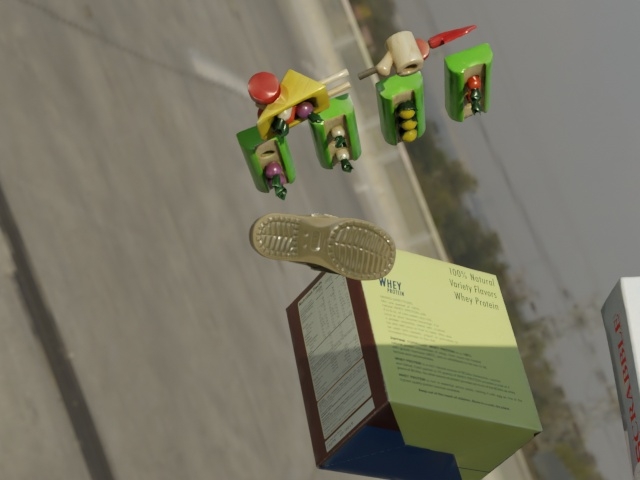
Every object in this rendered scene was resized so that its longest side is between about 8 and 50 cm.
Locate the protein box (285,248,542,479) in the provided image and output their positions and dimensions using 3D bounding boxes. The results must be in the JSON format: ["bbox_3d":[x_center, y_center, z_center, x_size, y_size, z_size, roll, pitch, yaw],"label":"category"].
[{"bbox_3d":[0.093,0.133,1.470,0.200,0.136,0.201,15,46,-31],"label":"protein box"}]

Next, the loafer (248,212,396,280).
[{"bbox_3d":[0.000,0.000,1.263,0.050,0.148,0.056,20,-85,63],"label":"loafer"}]

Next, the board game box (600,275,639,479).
[{"bbox_3d":[0.374,0.171,0.947,0.066,0.318,0.318,94,-9,-65],"label":"board game box"}]

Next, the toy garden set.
[{"bbox_3d":[0.046,-0.116,1.268,0.204,0.244,0.049,75,-5,-70],"label":"toy garden set"}]
